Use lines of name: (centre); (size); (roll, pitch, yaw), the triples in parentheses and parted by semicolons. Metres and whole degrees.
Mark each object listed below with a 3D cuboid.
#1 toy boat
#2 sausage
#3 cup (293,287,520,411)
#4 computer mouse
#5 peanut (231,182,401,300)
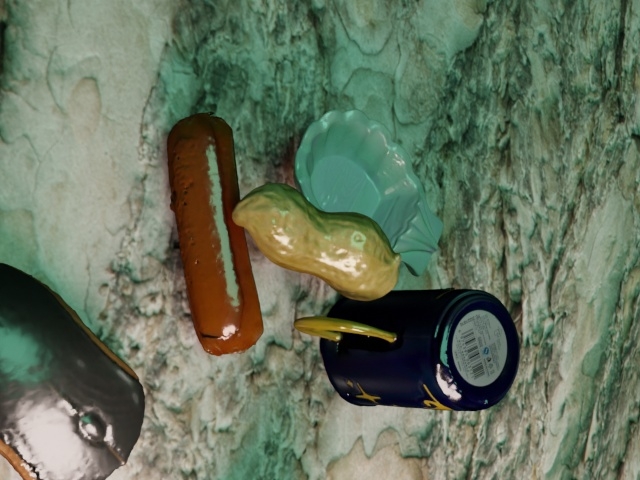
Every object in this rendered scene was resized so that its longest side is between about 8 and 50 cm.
toy boat: (0.059, -0.064, 1.442); (0.290, 0.100, 0.199); (41, 64, -24)
sausage: (-0.145, -0.008, 1.294); (0.102, 0.102, 0.330); (-9, 90, -35)
cup: (0.109, 0.162, 1.360); (0.255, 0.256, 0.178); (-15, 94, -34)
computer mouse: (-0.336, 0.163, 1.134); (0.323, 0.116, 0.183); (49, 66, -22)
peanut: (0.000, 0.000, 1.297); (0.263, 0.101, 0.117); (23, 111, -24)
